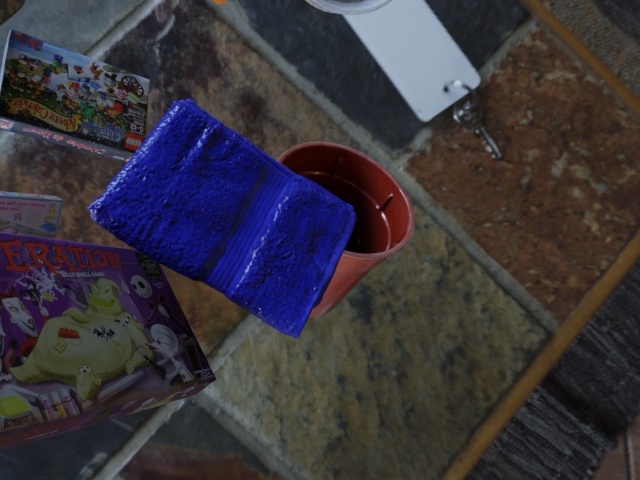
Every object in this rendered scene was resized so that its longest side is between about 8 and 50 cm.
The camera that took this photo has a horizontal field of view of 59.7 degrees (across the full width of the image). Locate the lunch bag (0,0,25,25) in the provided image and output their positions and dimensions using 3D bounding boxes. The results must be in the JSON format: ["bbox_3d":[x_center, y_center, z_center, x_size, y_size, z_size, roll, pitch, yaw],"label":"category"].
[{"bbox_3d":[-0.583,-0.377,0.708,0.305,0.256,0.212,16,60,28],"label":"lunch bag"}]

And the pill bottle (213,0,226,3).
[{"bbox_3d":[-0.268,-0.558,1.072,0.246,0.131,0.130,18,81,-50],"label":"pill bottle"}]

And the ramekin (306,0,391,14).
[{"bbox_3d":[0.051,-0.604,1.147,0.278,0.135,0.277,-3,105,-10],"label":"ramekin"}]

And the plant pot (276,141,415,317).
[{"bbox_3d":[0.000,0.000,1.076,0.273,0.265,0.272,13,48,-15],"label":"plant pot"}]

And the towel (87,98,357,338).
[{"bbox_3d":[-0.108,-0.040,0.735,0.308,0.076,0.227,31,55,-10],"label":"towel"}]

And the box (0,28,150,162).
[{"bbox_3d":[-0.412,-0.236,0.944,0.233,0.044,0.159,12,67,-38],"label":"box"}]

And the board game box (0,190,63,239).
[{"bbox_3d":[-0.475,-0.021,0.845,0.026,0.154,0.103,21,99,27],"label":"board game box"}]

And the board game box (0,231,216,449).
[{"bbox_3d":[-0.262,0.093,0.601,0.056,0.347,0.208,-39,73,13],"label":"board game box"}]
